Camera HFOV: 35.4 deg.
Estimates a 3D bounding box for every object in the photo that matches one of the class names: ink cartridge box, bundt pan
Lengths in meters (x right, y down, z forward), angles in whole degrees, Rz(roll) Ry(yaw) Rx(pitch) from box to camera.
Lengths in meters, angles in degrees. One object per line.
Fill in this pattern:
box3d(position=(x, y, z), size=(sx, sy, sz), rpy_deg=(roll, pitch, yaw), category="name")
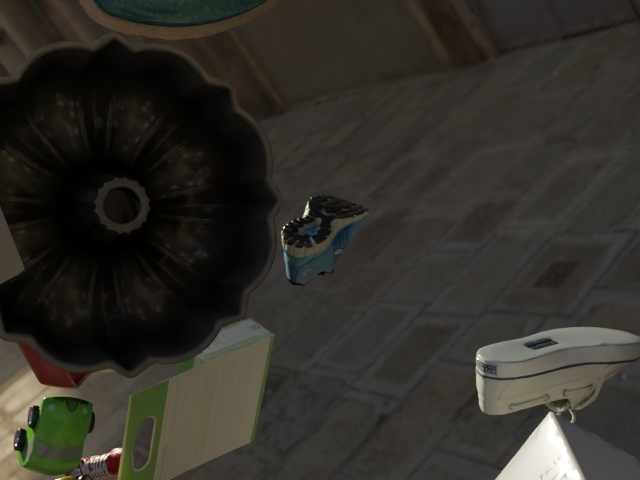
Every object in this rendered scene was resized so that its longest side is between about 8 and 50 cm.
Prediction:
box3d(position=(-0.164, 0.206, 1.221), size=(0.056, 0.171, 0.235), rpy_deg=(31, 31, 34), category="ink cartridge box")
box3d(position=(-0.213, -0.033, 1.009), size=(0.331, 0.331, 0.124), rpy_deg=(-42, 16, -19), category="bundt pan")

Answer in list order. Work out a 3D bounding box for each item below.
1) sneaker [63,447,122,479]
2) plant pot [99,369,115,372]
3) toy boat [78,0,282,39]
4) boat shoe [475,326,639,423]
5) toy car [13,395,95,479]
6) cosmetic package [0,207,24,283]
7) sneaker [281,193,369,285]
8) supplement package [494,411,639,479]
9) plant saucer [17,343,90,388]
box3d(position=(-0.339, 0.341, 1.504), size=(0.118, 0.042, 0.067), rpy_deg=(-22, -13, 41), category="sneaker")
box3d(position=(-0.238, 0.045, 1.363), size=(0.191, 0.284, 0.284), rpy_deg=(-1, 38, 47), category="plant pot")
box3d(position=(-0.107, -0.274, 0.596), size=(0.267, 0.318, 0.148), rpy_deg=(-57, 28, 0), category="toy boat")
box3d(position=(0.432, 0.255, 1.801), size=(0.367, 0.157, 0.136), rpy_deg=(-7, 16, -33), category="boat shoe")
box3d(position=(-0.285, 0.234, 0.989), size=(0.225, 0.239, 0.053), rpy_deg=(-54, 36, 36), category="toy car")
box3d(position=(-0.309, -0.075, 0.745), size=(0.099, 0.239, 0.060), rpy_deg=(1, 26, 37), category="cosmetic package")
box3d(position=(0.000, 0.000, 1.119), size=(0.063, 0.073, 0.162), rpy_deg=(21, 30, 22), category="sneaker")
box3d(position=(0.359, 0.403, 1.332), size=(0.175, 0.177, 0.293), rpy_deg=(-56, 14, 18), category="supplement package")
box3d(position=(-0.418, 0.097, 1.435), size=(0.047, 0.258, 0.259), rpy_deg=(-29, 2, -7), category="plant saucer")
